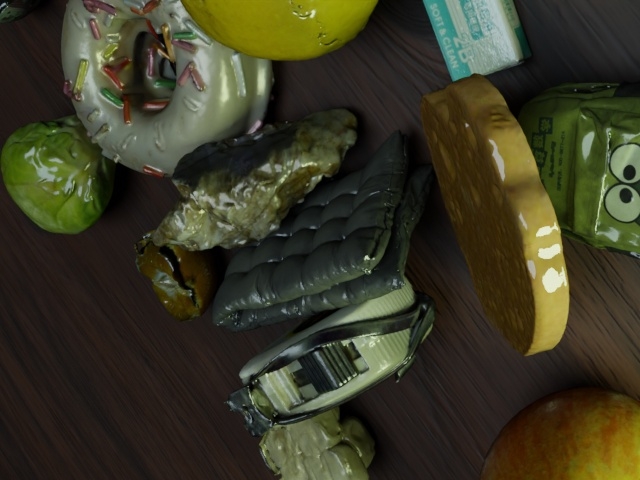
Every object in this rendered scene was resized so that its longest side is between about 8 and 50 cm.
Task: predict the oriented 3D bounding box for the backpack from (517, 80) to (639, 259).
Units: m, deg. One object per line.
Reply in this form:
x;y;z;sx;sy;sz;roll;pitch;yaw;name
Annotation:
0.342;-0.086;1.006;0.253;0.140;0.207;15;115;39;backpack

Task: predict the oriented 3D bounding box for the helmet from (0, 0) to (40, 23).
-0.521;-0.445;1.481;0.153;0.107;0.177;25;101;28;helmet

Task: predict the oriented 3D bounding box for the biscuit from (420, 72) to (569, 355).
0.206;-0.039;1.043;0.057;0.312;0.351;-18;77;-5;biscuit

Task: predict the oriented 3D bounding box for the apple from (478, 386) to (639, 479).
0.328;0.335;1.092;0.302;0.301;0.301;13;115;30;apple

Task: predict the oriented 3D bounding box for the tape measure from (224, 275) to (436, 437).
0.035;0.155;1.220;0.231;0.271;0.133;-30;90;40;tape measure

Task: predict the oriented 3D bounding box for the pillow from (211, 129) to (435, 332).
0.000;0.000;1.226;0.326;0.228;0.101;-22;126;41;pillow

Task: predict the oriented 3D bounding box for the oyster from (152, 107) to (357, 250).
-0.107;-0.085;1.249;0.341;0.166;0.110;-16;143;20;oyster

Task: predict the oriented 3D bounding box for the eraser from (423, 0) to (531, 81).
0.175;-0.311;1.083;0.095;0.052;0.225;-16;99;40;eraser

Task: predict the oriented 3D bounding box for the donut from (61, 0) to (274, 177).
-0.242;-0.266;1.333;0.383;0.142;0.382;13;115;29;donut

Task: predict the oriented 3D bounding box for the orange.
-0.231;0.048;1.465;0.160;0.112;0.170;47;160;4;orange

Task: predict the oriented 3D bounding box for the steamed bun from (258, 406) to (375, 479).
0.007;0.339;1.421;0.192;0.106;0.177;47;132;22;steamed bun

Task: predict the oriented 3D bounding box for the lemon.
-0.050;-0.368;1.074;0.297;0.297;0.297;13;115;30;lemon

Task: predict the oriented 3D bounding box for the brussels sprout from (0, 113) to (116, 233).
-0.445;-0.109;1.519;0.223;0.161;0.223;19;121;35;brussels sprout
